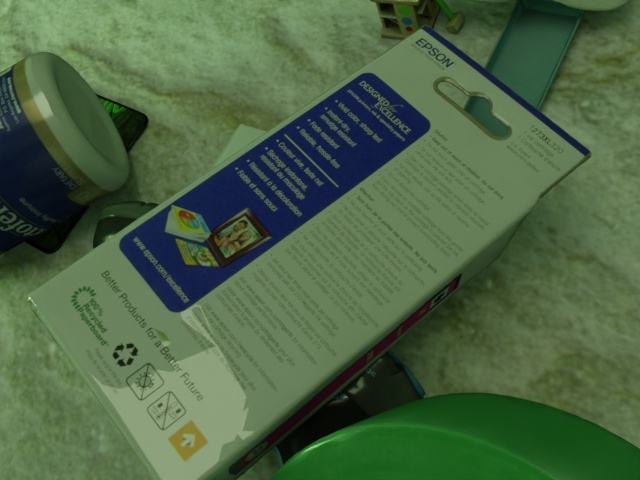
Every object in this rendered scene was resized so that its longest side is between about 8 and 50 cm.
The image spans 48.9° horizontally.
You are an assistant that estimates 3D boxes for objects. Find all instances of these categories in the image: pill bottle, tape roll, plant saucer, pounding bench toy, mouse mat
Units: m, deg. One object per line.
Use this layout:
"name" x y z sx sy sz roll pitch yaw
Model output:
"pill bottle" -0.343 -0.062 0.709 0.264 0.153 0.153 -28 59 5
"tape roll" 0.086 0.247 0.368 0.321 0.077 0.321 4 96 39
"plant saucer" 0.183 -0.148 0.661 0.067 0.018 0.192 20 72 26
"pounding bench toy" 0.100 -0.242 0.706 0.083 0.065 0.052 14 70 23
"mouse mat" -0.297 -0.088 0.798 0.152 0.007 0.190 24 74 27

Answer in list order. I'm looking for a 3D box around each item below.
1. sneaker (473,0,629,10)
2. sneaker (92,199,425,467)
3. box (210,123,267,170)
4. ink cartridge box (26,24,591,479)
"sneaker" 0.193 -0.271 0.677 0.212 0.080 0.094 17 35 7
"sneaker" -0.088 0.081 0.575 0.341 0.125 0.139 30 76 28
"box" -0.044 -0.028 0.629 0.087 0.101 0.102 19 70 26
"ink cartridge box" 0.000 0.000 0.506 0.371 0.069 0.176 -38 66 -14
